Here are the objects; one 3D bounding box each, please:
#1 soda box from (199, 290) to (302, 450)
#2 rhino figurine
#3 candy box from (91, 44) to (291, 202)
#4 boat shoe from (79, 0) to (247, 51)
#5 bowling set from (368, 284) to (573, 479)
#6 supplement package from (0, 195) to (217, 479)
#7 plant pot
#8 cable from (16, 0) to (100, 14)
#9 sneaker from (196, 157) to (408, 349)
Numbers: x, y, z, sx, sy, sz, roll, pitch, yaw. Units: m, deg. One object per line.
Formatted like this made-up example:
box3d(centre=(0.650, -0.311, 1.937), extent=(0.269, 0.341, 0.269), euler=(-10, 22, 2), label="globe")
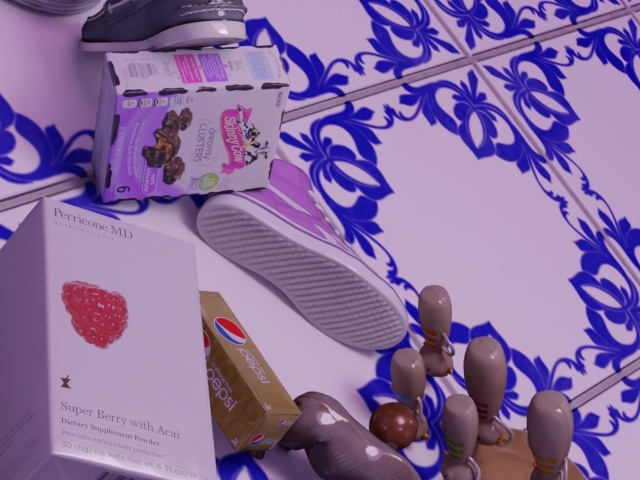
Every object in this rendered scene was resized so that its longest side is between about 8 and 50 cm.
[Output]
box3d(centre=(-0.098, 0.136, 1.983), extent=(0.058, 0.061, 0.181), euler=(7, 39, -51), label="soda box")
box3d(centre=(0.045, 0.249, 2.010), extent=(0.243, 0.106, 0.073), euler=(37, 39, -11), label="rhino figurine")
box3d(centre=(-0.144, -0.129, 2.075), extent=(0.196, 0.165, 0.070), euler=(-5, 47, -18), label="candy box")
box3d(centre=(-0.180, -0.262, 2.113), extent=(0.116, 0.319, 0.099), euler=(-5, 95, -30), label="boat shoe")
box3d(centre=(0.133, 0.201, 2.116), extent=(0.200, 0.154, 0.287), euler=(-23, 43, -21), label="bowling set")
box3d(centre=(-0.224, 0.138, 1.784), extent=(0.177, 0.175, 0.293), euler=(18, 45, -30), label="supplement package")
box3d(centre=(0.248, 0.328, 2.192), extent=(0.236, 0.032, 0.236), euler=(24, 43, -25), label="plant pot")
box3d(centre=(-0.343, -0.384, 2.244), extent=(0.257, 0.089, 0.257), euler=(5, 54, -42), label="cable")
box3d(centre=(0.000, -0.001, 2.207), extent=(0.282, 0.102, 0.161), euler=(39, 35, -9), label="sneaker")
